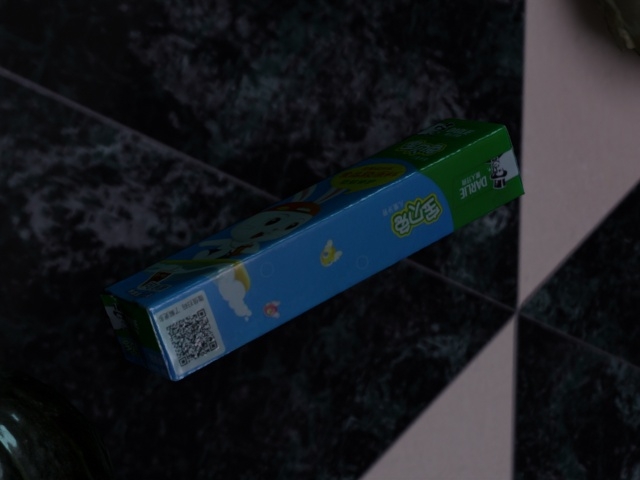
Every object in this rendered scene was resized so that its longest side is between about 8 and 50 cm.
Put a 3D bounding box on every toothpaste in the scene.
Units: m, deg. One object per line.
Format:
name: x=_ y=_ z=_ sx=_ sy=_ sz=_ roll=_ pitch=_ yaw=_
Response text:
toothpaste: x=0.000 y=0.000 z=0.944 sx=0.267 sy=0.065 sz=0.050 roll=-27 pitch=110 yaw=-25

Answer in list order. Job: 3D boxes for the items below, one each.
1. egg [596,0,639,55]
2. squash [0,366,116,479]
egg: x=0.257 y=-0.192 z=1.014 sx=0.164 sy=0.164 sz=0.201 roll=-30 pitch=116 yaw=-24
squash: x=-0.199 y=0.138 z=0.773 sx=0.193 sy=0.193 sz=0.156 roll=-29 pitch=81 yaw=-25
